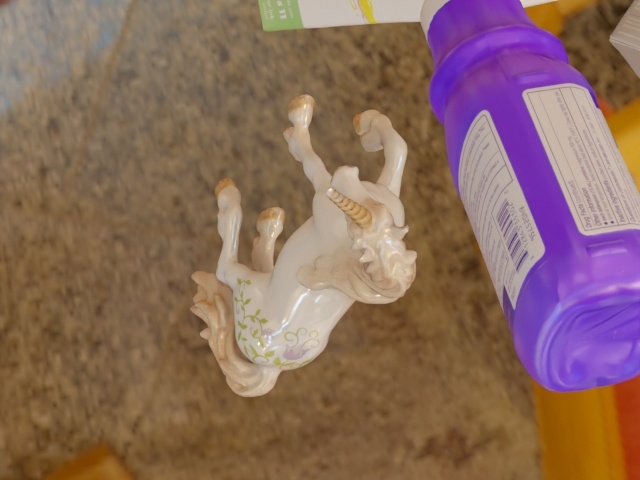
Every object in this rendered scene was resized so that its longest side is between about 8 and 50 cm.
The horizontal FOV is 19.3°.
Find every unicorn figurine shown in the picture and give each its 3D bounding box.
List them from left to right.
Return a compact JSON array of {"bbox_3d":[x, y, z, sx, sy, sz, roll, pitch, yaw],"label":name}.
[{"bbox_3d":[0.000,0.000,0.693,0.060,0.111,0.162,4,136,-18],"label":"unicorn figurine"}]

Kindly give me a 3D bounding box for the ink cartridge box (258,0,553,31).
[{"bbox_3d":[0.119,-0.268,1.724,0.207,0.353,0.119,-17,103,-36],"label":"ink cartridge box"}]

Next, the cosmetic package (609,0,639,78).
[{"bbox_3d":[0.351,-0.212,1.493,0.238,0.107,0.127,-56,134,-8],"label":"cosmetic package"}]

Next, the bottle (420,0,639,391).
[{"bbox_3d":[0.130,-0.048,1.148,0.092,0.283,0.118,-10,141,-10],"label":"bottle"}]
